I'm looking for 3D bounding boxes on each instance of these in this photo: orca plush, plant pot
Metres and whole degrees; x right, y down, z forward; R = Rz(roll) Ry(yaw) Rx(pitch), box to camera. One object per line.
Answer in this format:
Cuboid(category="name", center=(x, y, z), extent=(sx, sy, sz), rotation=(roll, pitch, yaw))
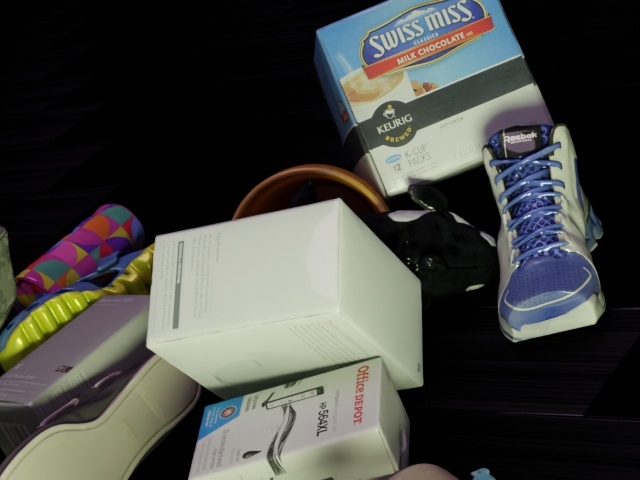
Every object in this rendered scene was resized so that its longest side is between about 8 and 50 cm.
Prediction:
Cuboid(category="orca plush", center=(0.103, 0.000, 1.768), extent=(0.102, 0.287, 0.151), rotation=(10, 74, 63))
Cuboid(category="plant pot", center=(0.000, 0.000, 1.925), extent=(0.205, 0.205, 0.188), rotation=(-18, 7, 10))

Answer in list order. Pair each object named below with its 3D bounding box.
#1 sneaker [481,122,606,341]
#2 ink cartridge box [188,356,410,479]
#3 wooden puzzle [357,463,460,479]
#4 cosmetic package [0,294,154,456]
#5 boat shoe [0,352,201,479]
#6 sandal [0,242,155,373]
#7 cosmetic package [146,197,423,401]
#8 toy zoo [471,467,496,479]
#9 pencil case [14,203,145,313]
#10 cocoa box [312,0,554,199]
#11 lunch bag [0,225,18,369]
Cuboid(category="sneaker", center=(0.241, -0.029, 1.761), extent=(0.128, 0.182, 0.315), rotation=(-16, 23, 18))
Cuboid(category="ink cartridge box", center=(-0.018, 0.210, 1.574), extent=(0.203, 0.085, 0.148), rotation=(-18, 22, 11))
Cuboid(category="wooden puzzle", center=(0.025, 0.307, 1.239), extent=(0.348, 0.080, 0.322), rotation=(-27, 24, -16))
Cuboid(category="cosmetic package", center=(-0.288, 0.167, 1.898), extent=(0.127, 0.107, 0.238), rotation=(-3, 31, 43))
Cuboid(category="boat shoe", center=(-0.261, 0.233, 1.736), extent=(0.095, 0.112, 0.335), rotation=(-26, 9, 42))
Cuboid(category="sandal", center=(-0.305, 0.098, 2.066), extent=(0.138, 0.126, 0.317), rotation=(-2, 21, 47))
Cuboid(category="cosmetic package", center=(-0.032, 0.076, 1.671), extent=(0.225, 0.224, 0.138), rotation=(-10, 61, 23))
Cuboid(category="toy zoo", center=(0.072, 0.300, 1.361), extent=(0.192, 0.030, 0.293), rotation=(0, 31, 42))
Cuboid(category="pencil case", center=(-0.351, 0.041, 2.255), extent=(0.104, 0.104, 0.236), rotation=(-5, 30, 36))
Cuboid(category="cocoa box", center=(0.133, -0.191, 2.021), extent=(0.232, 0.227, 0.347), rotation=(-22, -1, -2))
Cuboid(category="lunch bag", center=(-0.516, 0.145, 1.960), extent=(0.213, 0.256, 0.305), rotation=(0, 26, 11))
